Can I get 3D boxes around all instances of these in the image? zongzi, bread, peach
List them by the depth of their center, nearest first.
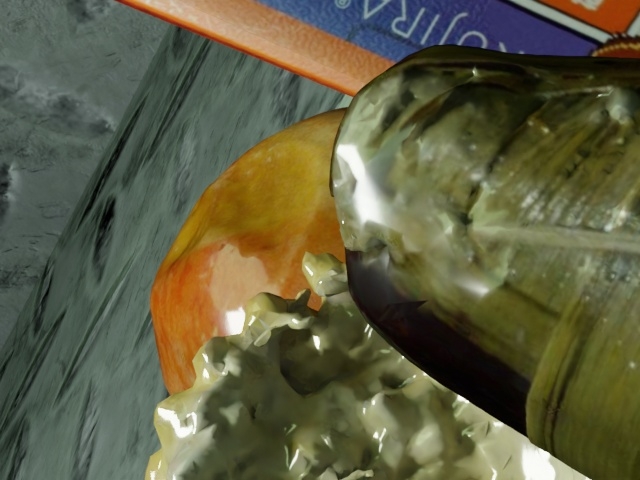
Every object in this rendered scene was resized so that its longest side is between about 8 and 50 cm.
[{"bbox_3d":[0.173,-0.039,0.600,0.288,0.286,0.134,-60,-20,2],"label":"zongzi"},{"bbox_3d":[0.069,0.125,0.731,0.274,0.274,0.149,-66,-18,1],"label":"bread"},{"bbox_3d":[0.022,0.027,1.085,0.214,0.214,0.235,-42,26,57],"label":"peach"}]

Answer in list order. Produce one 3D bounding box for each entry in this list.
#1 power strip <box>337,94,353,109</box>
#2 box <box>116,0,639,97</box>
[{"bbox_3d":[0.000,0.000,1.471,0.385,0.062,0.091,-62,16,13],"label":"power strip"},{"bbox_3d":[0.085,-0.233,0.955,0.318,0.349,0.257,-86,22,-55],"label":"box"}]
